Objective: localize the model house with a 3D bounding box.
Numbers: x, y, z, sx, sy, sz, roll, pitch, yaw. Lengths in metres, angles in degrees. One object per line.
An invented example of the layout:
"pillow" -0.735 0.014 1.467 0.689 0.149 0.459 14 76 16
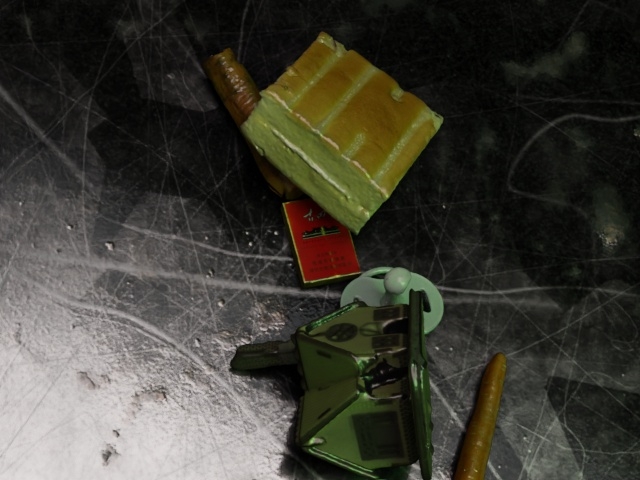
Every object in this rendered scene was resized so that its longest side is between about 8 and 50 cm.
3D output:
"model house" 0.011 0.204 1.768 0.279 0.204 0.218 -6 28 6

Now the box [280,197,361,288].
"box" 0.000 0.000 1.938 0.090 0.023 0.133 -8 68 -16

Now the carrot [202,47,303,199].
"carrot" -0.096 -0.176 1.972 0.070 0.070 0.260 -25 72 -19

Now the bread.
"bread" 0.034 -0.169 1.930 0.239 0.111 0.246 41 41 0

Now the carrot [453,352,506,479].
"carrot" 0.225 0.266 1.852 0.043 0.043 0.247 19 62 -2

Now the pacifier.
"pacifier" 0.104 0.074 1.874 0.150 0.116 0.126 -1 53 -8

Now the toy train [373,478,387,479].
"toy train" 0.117 0.436 1.707 0.105 0.157 0.253 -24 65 21
